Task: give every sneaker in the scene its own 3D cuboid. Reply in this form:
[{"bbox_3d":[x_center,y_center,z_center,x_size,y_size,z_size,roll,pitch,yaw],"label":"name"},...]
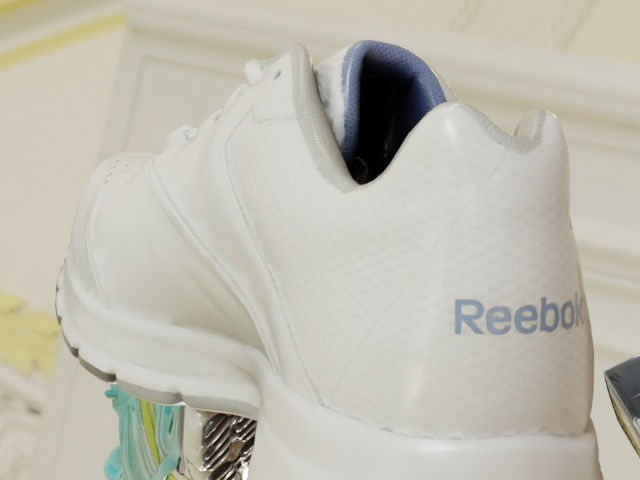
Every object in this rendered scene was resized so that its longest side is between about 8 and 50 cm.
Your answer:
[{"bbox_3d":[-0.066,0.074,0.848,0.107,0.110,0.275,-40,-22,-37],"label":"sneaker"},{"bbox_3d":[0.000,0.000,0.516,0.111,0.297,0.129,0,-79,-28],"label":"sneaker"}]

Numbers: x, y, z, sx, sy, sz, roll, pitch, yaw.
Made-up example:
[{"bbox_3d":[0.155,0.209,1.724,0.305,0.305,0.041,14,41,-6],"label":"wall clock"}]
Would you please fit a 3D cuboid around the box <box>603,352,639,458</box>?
[{"bbox_3d":[0.270,0.087,0.787,0.220,0.175,0.051,-28,-40,0],"label":"box"}]
